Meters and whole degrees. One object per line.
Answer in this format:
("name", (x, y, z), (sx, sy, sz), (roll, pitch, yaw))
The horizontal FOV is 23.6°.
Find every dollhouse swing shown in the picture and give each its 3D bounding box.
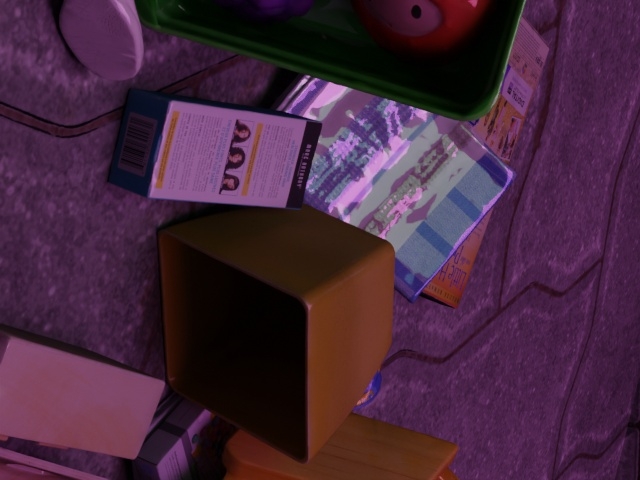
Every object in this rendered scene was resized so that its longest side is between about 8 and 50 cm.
("dollhouse swing", (-0.034, 0.410, 1.746), (0.305, 0.315, 0.347), (-74, -179, -48))

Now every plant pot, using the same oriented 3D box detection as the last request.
("plant pot", (-0.031, 0.075, 1.660), (0.187, 0.212, 0.212), (-31, 134, -40))

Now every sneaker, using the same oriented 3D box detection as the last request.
("sneaker", (-0.190, -0.241, 1.355), (0.212, 0.080, 0.094), (78, 28, -43))

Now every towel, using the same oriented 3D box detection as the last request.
("towel", (0.073, -0.095, 1.749), (0.285, 0.034, 0.209), (45, 79, -15))

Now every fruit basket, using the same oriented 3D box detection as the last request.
("fruit basket", (0.017, -0.287, 1.382), (0.392, 0.392, 0.283), (8, 100, -63))

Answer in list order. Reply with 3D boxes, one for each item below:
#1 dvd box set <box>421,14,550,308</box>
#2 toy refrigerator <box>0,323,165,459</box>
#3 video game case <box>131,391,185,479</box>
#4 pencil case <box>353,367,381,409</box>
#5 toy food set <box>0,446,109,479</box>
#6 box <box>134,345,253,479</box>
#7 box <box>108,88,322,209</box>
("dvd box set", (0.190, -0.129, 2.146), (0.307, 0.062, 0.420), (24, 85, -63))
("toy refrigerator", (-0.263, 0.139, 1.419), (0.269, 0.102, 0.094), (31, 79, -63))
("video game case", (-0.165, 0.243, 1.761), (0.143, 0.019, 0.157), (-42, 141, -44))
("pencil case", (0.012, 0.071, 1.872), (0.133, 0.119, 0.306), (-40, 140, -38))
("toy food set", (-0.322, 0.349, 1.451), (0.220, 0.092, 0.306), (36, 74, -62))
("box", (-0.133, 0.235, 1.751), (0.186, 0.038, 0.145), (-49, 146, -38))
("box", (-0.103, -0.092, 1.579), (0.244, 0.060, 0.100), (3, 104, -53))
